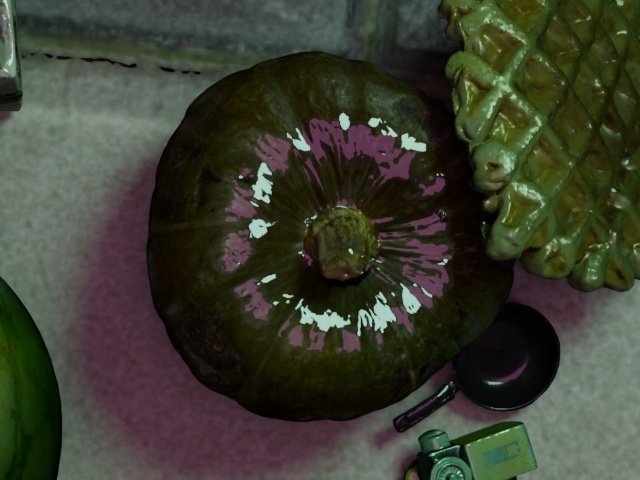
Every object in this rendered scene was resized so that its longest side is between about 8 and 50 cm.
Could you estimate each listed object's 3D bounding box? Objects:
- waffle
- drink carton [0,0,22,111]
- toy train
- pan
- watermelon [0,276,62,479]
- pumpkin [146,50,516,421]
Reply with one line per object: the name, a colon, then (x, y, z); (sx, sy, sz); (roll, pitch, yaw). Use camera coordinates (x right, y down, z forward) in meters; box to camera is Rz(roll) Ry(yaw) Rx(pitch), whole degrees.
waffle: (0.144, -0.073, 0.988); (0.054, 0.208, 0.214); (-16, 75, 36)
drink carton: (-0.339, -0.165, 0.959); (0.324, 0.132, 0.194); (-4, 87, -8)
toy train: (0.099, 0.168, 1.032); (0.081, 0.050, 0.122); (-18, 91, -18)
pan: (0.092, 0.082, 1.043); (0.115, 0.023, 0.068); (-30, 104, -5)
watermelon: (-0.257, 0.104, 0.902); (0.242, 0.242, 0.242); (0, 87, -6)
pumpkin: (0.000, 0.000, 0.973); (0.219, 0.162, 0.219); (0, 91, -8)
